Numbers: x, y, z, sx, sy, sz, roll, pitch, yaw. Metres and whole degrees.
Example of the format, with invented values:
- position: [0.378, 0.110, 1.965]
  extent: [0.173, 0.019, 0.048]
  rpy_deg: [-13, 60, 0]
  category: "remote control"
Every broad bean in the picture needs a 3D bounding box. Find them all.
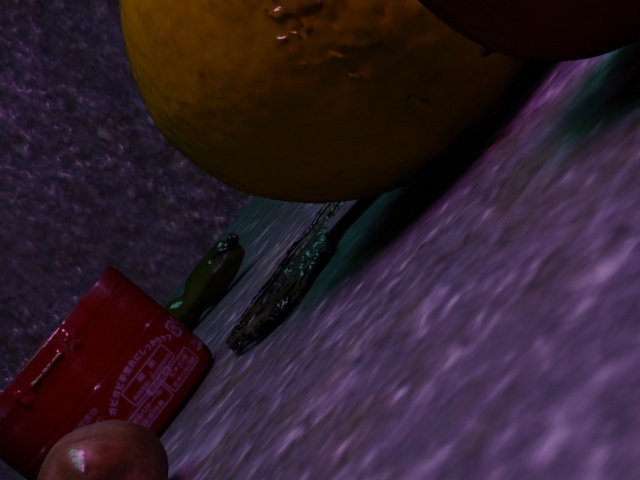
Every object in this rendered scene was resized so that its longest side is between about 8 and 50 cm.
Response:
- position: [-0.144, 0.060, 1.676]
  extent: [0.213, 0.048, 0.070]
  rpy_deg: [-49, 5, 40]
  category: "broad bean"

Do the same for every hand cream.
- position: [-0.195, 0.129, 1.190]
  extent: [0.193, 0.125, 0.193]
  rpy_deg: [-48, 5, 5]
  category: "hand cream"

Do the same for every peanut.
- position: [-0.127, 0.142, 0.821]
  extent: [0.076, 0.076, 0.152]
  rpy_deg: [-50, 0, -4]
  category: "peanut"

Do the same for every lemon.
- position: [0.008, -0.148, 0.847]
  extent: [0.245, 0.245, 0.320]
  rpy_deg: [-52, 11, -29]
  category: "lemon"

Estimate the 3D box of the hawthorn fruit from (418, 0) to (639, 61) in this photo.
- position: [0.097, -0.153, 0.559]
  extent: [0.185, 0.185, 0.202]
  rpy_deg: [-54, -9, -41]
  category: "hawthorn fruit"

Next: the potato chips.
- position: [-0.004, -0.003, 1.080]
  extent: [0.220, 0.029, 0.202]
  rpy_deg: [-52, 3, -8]
  category: "potato chips"
